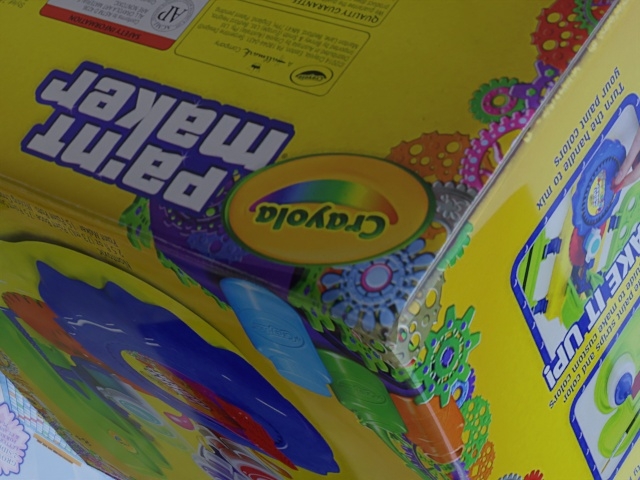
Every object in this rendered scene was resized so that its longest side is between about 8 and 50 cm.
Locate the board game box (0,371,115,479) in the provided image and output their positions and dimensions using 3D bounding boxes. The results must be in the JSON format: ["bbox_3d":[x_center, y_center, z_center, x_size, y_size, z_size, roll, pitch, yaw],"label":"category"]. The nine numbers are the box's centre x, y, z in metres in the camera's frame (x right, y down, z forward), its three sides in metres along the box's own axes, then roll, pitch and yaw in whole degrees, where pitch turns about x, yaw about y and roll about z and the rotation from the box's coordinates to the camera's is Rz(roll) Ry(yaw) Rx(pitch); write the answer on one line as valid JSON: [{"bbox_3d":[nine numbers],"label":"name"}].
[{"bbox_3d":[-0.167,0.144,1.272,0.066,0.319,0.318,-27,-142,42],"label":"board game box"}]

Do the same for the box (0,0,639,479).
[{"bbox_3d":[0.000,0.000,0.565,0.290,0.279,0.177,20,-116,36],"label":"box"}]
